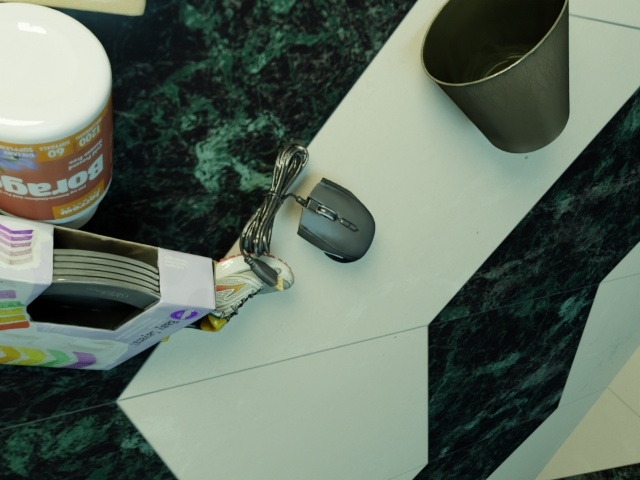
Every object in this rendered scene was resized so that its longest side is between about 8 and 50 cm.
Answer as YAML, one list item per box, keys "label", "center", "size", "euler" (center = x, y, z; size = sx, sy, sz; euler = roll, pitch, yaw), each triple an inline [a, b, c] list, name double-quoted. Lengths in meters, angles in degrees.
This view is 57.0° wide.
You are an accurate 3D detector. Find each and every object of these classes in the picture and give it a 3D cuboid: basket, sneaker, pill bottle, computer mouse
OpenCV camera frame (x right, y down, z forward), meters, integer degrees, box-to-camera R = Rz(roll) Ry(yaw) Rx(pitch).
- label: "basket"
  center: [0.263, -0.231, 0.813]
  size: [0.204, 0.154, 0.227]
  euler: [-47, 144, 4]
- label: "sneaker"
  center: [-0.137, 0.082, 0.814]
  size: [0.225, 0.093, 0.088]
  euler: [-13, 154, -28]
- label: "pill bottle"
  center: [-0.244, -0.087, 0.516]
  size: [0.121, 0.121, 0.216]
  euler: [-18, 164, -24]
- label: "computer mouse"
  center: [0.000, 0.000, 0.833]
  size: [0.262, 0.060, 0.184]
  euler: [41, 72, -50]

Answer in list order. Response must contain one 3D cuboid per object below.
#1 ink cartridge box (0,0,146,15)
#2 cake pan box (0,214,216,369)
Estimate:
- label: "ink cartridge box"
  center: [-0.242, -0.277, 0.417]
  size: [0.234, 0.088, 0.193]
  euler: [-7, 128, -33]
- label: "cake pan box"
  center: [-0.278, 0.068, 0.627]
  size: [0.267, 0.070, 0.245]
  euler: [-29, 150, 37]
